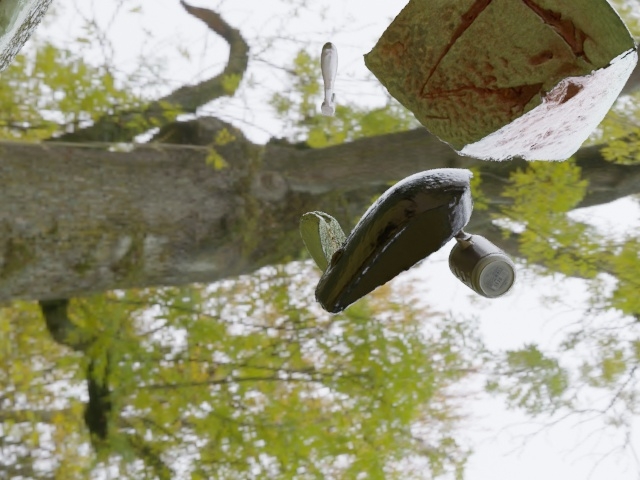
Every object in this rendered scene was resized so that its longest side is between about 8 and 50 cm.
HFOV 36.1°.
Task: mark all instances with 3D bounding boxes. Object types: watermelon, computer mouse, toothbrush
[{"bbox_3d":[0.181,-0.160,1.012,0.201,0.262,0.213,-40,-110,-10],"label":"watermelon"},{"bbox_3d":[0.096,-0.014,1.419,0.295,0.168,0.087,-37,-73,9],"label":"computer mouse"},{"bbox_3d":[0.013,-0.243,1.469,0.025,0.307,0.030,11,-99,2],"label":"toothbrush"}]

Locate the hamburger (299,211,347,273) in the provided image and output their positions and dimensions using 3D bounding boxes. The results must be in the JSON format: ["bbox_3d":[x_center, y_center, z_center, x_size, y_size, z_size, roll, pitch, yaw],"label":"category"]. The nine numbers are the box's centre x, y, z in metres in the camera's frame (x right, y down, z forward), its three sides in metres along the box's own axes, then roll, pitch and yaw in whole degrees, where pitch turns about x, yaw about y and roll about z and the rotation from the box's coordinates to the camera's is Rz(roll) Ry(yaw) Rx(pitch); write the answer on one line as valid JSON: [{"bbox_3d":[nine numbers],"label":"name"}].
[{"bbox_3d":[0.003,-0.002,1.670,0.084,0.054,0.121,27,-34,55],"label":"hamburger"}]

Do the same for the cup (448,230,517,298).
[{"bbox_3d":[0.239,0.027,1.443,0.099,0.074,0.102,-132,-148,-66],"label":"cup"}]

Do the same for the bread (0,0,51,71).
[{"bbox_3d":[-0.416,-0.291,1.330,0.267,0.040,0.267,-49,-164,20],"label":"bread"}]
